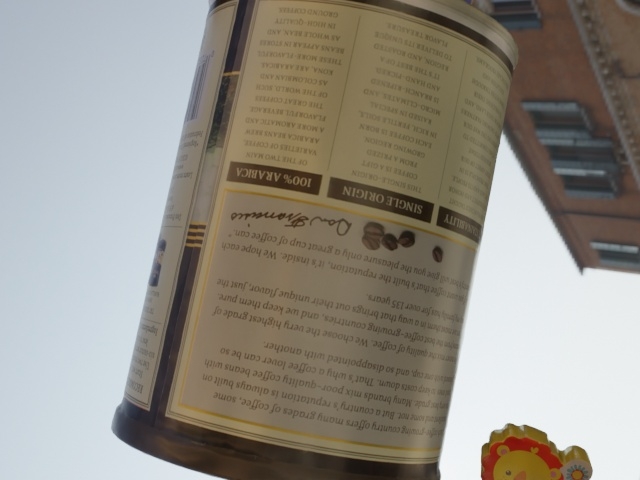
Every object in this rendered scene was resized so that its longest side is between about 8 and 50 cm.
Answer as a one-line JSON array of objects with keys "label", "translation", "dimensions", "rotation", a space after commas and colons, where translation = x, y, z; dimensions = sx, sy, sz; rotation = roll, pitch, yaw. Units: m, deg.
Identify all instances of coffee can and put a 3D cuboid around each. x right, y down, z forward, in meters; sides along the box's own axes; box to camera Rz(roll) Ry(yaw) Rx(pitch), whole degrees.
[{"label": "coffee can", "translation": [0.000, 0.000, 0.548], "dimensions": [0.201, 0.202, 0.275], "rotation": [18, -98, -53]}]

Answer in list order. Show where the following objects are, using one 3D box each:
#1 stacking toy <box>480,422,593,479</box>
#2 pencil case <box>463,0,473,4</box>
[{"label": "stacking toy", "translation": [0.167, 0.157, 0.342], "dimensions": [0.167, 0.221, 0.052], "rotation": [-49, -20, -76]}, {"label": "pencil case", "translation": [0.084, -0.207, 0.849], "dimensions": [0.119, 0.133, 0.306], "rotation": [30, -108, -17]}]
